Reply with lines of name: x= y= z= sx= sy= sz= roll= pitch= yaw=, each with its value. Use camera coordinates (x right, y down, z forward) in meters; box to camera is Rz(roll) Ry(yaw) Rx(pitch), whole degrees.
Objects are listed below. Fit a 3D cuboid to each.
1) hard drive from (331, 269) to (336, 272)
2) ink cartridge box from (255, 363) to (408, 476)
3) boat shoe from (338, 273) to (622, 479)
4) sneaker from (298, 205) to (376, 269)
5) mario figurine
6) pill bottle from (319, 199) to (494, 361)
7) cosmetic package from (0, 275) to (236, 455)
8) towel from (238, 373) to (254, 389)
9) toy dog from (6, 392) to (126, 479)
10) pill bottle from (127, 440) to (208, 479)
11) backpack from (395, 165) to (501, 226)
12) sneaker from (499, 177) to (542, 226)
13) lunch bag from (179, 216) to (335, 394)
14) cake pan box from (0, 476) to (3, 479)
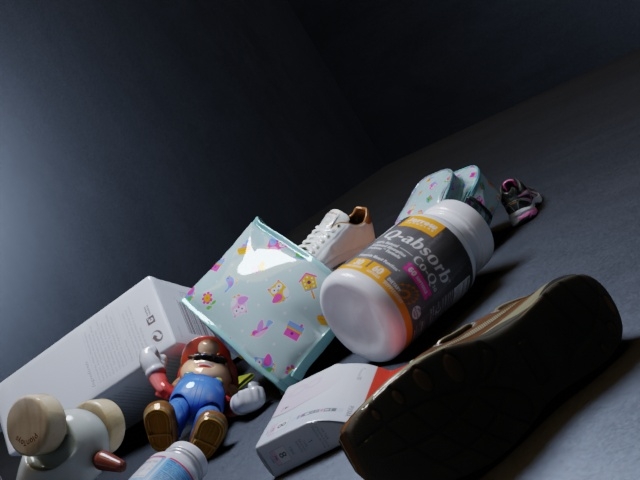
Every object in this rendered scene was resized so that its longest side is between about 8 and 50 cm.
hard drive: x=-0.053 y=0.112 z=1.853 sx=0.210 sy=0.040 sz=0.318 roll=7 pitch=13 yaw=6
ink cartridge box: x=0.039 y=0.210 z=1.167 sx=0.232 sy=0.066 sz=0.189 roll=-34 pitch=6 yaw=18
boat shoe: x=0.162 y=0.145 z=0.888 sx=0.324 sy=0.122 sz=0.120 roll=-25 pitch=-1 yaw=-21
sneaker: x=0.000 y=0.000 z=1.916 sx=0.290 sy=0.123 sz=0.106 roll=-26 pitch=28 yaw=-37
mario figurine: x=-0.211 y=0.240 z=1.495 sx=0.170 sy=0.198 sz=0.320 roll=-43 pitch=9 yaw=8
pill bottle: x=0.143 y=0.055 z=1.365 sx=0.278 sy=0.162 sz=0.162 roll=-37 pitch=9 yaw=-35
cosmetic package: x=-0.423 y=0.272 z=1.785 sx=0.453 sy=0.161 sz=0.230 roll=-34 pitch=-26 yaw=16
towel: x=-0.234 y=0.312 z=1.754 sx=0.237 sy=0.021 sz=0.102 roll=-23 pitch=11 yaw=48
toy dog: x=-0.358 y=0.369 z=1.198 sx=0.161 sy=0.333 sz=0.220 roll=26 pitch=27 yaw=33
pill bottle: x=-0.221 y=0.346 z=1.181 sx=0.087 sy=0.087 sz=0.160 roll=-27 pitch=8 yaw=31
backpack: x=0.244 y=-0.054 z=1.625 sx=0.188 sy=0.144 sz=0.166 roll=-52 pitch=16 yaw=-31
sneaker: x=0.385 y=-0.090 z=1.687 sx=0.072 sy=0.077 sz=0.178 roll=-28 pitch=7 yaw=15
lunch bag: x=-0.075 y=0.120 z=1.531 sx=0.223 sy=0.262 sz=0.160 roll=-49 pitch=-35 yaw=-9
cake pan box: x=-0.749 y=0.542 z=1.698 sx=0.267 sy=0.070 sz=0.246 roll=-36 pitch=42 yaw=-28
